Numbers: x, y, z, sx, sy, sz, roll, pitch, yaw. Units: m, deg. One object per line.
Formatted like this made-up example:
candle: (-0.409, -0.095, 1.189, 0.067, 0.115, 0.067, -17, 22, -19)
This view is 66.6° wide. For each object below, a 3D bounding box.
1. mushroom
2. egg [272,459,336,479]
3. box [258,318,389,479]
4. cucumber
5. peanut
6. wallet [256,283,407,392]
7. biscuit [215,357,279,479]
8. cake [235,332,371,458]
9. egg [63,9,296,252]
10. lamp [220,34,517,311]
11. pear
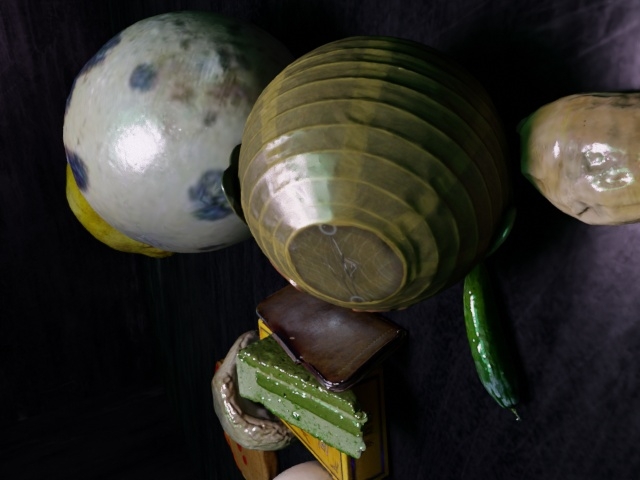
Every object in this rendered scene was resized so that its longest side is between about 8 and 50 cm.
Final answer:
mushroom: (-0.158, 0.340, 1.083, 0.267, 0.164, 0.189, 67, 150, 18)
egg: (0.032, 0.477, 0.800, 0.286, 0.174, 0.264, 21, 128, 31)
box: (-0.006, 0.258, 0.848, 0.301, 0.084, 0.192, 17, 116, 59)
cucumber: (0.172, 0.103, 0.500, 0.039, 0.039, 0.167, -19, 83, 62)
peanut: (0.216, -0.051, 0.307, 0.214, 0.100, 0.099, 15, 115, 53)
wallet: (0.000, 0.125, 0.731, 0.255, 0.137, 0.031, 30, 147, 55)
biscuit: (-0.224, 0.523, 1.399, 0.381, 0.074, 0.359, 60, 146, 24)
cake: (-0.035, 0.226, 0.699, 0.235, 0.099, 0.100, 30, 127, 52)
egg: (-0.185, -0.152, 0.727, 0.428, 0.345, 0.344, 3, 104, 53)
lamp: (0.050, -0.076, 0.463, 0.250, 0.250, 0.284, 115, 175, -50)
pear: (-0.456, -0.141, 1.252, 0.352, 0.352, 0.413, 56, 154, 34)
